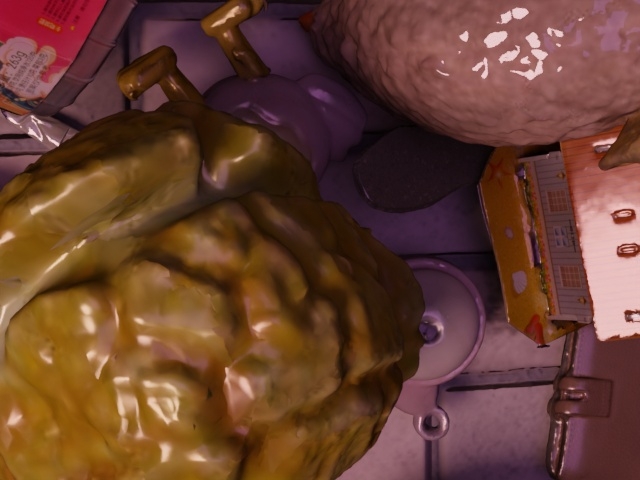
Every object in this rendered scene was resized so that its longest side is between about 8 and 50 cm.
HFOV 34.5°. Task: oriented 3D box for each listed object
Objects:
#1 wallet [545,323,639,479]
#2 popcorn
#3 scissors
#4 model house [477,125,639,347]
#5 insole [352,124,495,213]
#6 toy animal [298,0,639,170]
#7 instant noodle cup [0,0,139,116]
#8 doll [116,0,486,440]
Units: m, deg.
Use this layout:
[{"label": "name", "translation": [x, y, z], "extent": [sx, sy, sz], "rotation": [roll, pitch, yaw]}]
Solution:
[{"label": "wallet", "translation": [0.249, 0.134, 0.864], "extent": [0.118, 0.039, 0.152], "rotation": [11, 90, -15]}, {"label": "popcorn", "translation": [-0.092, 0.061, 0.616], "extent": [0.282, 0.247, 0.282], "rotation": [5, 108, 15]}, {"label": "scissors", "translation": [-0.184, -0.072, 0.756], "extent": [0.212, 0.021, 0.110], "rotation": [31, 85, -15]}, {"label": "model house", "translation": [0.241, -0.036, 0.769], "extent": [0.207, 0.136, 0.219], "rotation": [-11, 94, -26]}, {"label": "insole", "translation": [0.091, -0.060, 0.771], "extent": [0.192, 0.010, 0.063], "rotation": [-15, 84, -44]}, {"label": "toy animal", "translation": [0.145, -0.162, 0.691], "extent": [0.358, 0.226, 0.188], "rotation": [-8, 117, 25]}, {"label": "instant noodle cup", "translation": [-0.209, -0.191, 0.640], "extent": [0.182, 0.258, 0.302], "rotation": [26, 103, -27]}, {"label": "doll", "translation": [0.000, 0.000, 0.767], "extent": [0.160, 0.094, 0.365], "rotation": [-34, 102, -4]}]
